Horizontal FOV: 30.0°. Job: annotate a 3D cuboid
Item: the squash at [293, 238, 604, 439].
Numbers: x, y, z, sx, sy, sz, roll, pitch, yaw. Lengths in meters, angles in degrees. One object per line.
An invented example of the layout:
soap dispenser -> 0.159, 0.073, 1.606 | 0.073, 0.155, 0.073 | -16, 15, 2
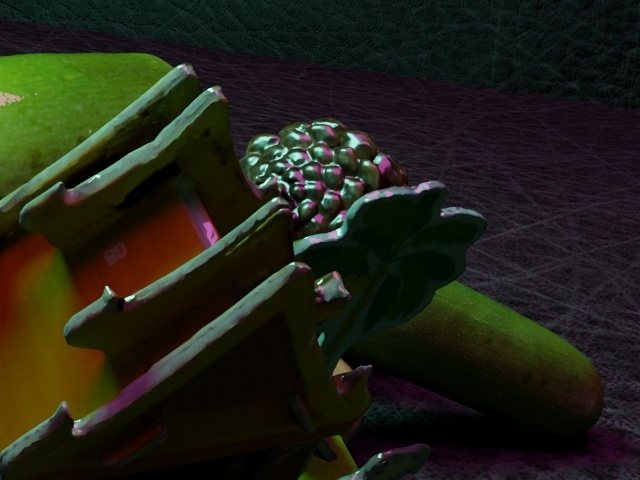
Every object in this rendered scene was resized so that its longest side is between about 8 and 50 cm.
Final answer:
squash -> 0.088, 0.076, 1.011 | 0.378, 0.101, 0.101 | 23, 13, -17

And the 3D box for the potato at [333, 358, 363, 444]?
potato -> -0.037, 0.121, 0.950 | 0.147, 0.112, 0.112 | 18, 18, 2

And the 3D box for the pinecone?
pinecone -> 0.000, 0.000, 1.163 | 0.224, 0.224, 0.272 | 17, -6, 24

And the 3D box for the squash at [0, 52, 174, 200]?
squash -> -0.276, -0.077, 1.208 | 0.309, 0.210, 0.234 | -18, 66, -48

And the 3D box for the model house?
model house -> -0.035, 0.081, 0.650 | 0.357, 0.313, 0.243 | -1, 49, -36
